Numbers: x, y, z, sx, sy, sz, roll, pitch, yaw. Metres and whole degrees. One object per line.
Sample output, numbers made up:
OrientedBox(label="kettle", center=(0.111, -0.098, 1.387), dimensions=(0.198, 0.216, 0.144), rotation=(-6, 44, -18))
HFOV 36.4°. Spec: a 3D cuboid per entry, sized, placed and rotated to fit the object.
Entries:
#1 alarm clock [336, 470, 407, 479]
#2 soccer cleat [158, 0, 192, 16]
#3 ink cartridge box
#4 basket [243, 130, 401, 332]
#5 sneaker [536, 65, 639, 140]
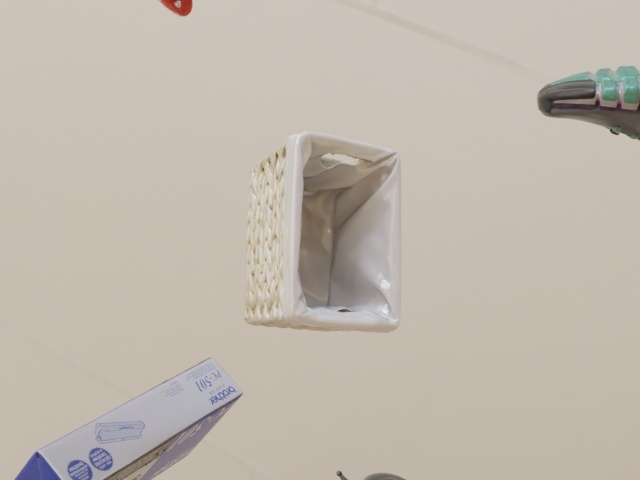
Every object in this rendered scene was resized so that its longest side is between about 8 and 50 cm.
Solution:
OrientedBox(label="alarm clock", center=(0.102, 0.368, 1.238), dimensions=(0.192, 0.129, 0.064), rotation=(26, -46, -18))
OrientedBox(label="soccer cleat", center=(-0.125, -0.196, 0.705), dimensions=(0.035, 0.029, 0.083), rotation=(-14, -55, 50))
OrientedBox(label="ink cartridge box", center=(-0.155, 0.167, 0.764), dimensions=(0.046, 0.207, 0.097), rotation=(47, -60, 12))
OrientedBox(label="basket", center=(0.000, 0.000, 0.877), dimensions=(0.103, 0.113, 0.167), rotation=(-16, -111, 57))
OrientedBox(label="sneaker", center=(0.302, -0.099, 0.843), dimensions=(0.223, 0.083, 0.098), rotation=(0, -68, 23))
